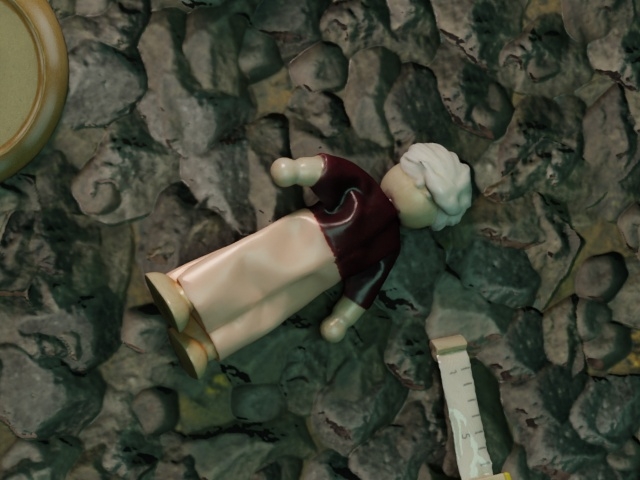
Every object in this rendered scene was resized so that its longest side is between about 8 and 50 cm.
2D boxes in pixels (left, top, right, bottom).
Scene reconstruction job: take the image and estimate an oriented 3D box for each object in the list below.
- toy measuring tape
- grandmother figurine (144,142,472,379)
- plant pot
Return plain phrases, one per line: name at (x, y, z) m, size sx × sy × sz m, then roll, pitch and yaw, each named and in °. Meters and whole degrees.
toy measuring tape at (0.154, 0.269, 1.749) m, size 0.121 × 0.121 × 0.330 m, roll -10°, pitch 78°, yaw -15°
grandmother figurine at (0.000, 0.000, 1.653) m, size 0.342 × 0.104 × 0.208 m, roll -27°, pitch 132°, yaw -14°
plant pot at (-0.349, -0.156, 1.555) m, size 0.236 × 0.032 × 0.236 m, roll -2°, pitch 99°, yaw -16°
